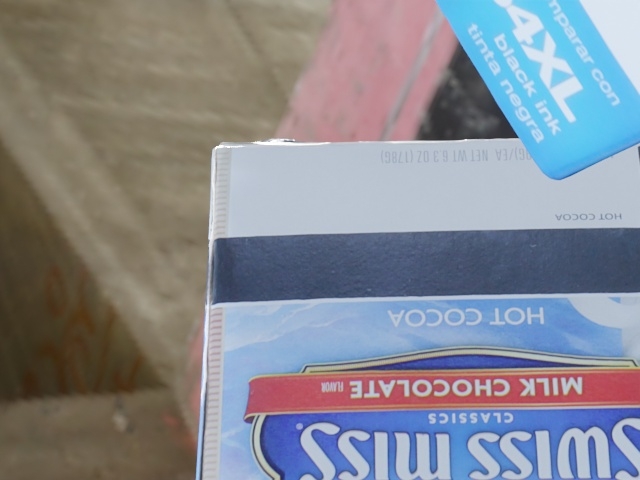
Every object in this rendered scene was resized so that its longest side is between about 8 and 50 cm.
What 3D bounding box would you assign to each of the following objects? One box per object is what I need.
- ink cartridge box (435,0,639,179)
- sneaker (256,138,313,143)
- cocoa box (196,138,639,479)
[{"bbox_3d":[0.118,-0.097,0.323,0.148,0.203,0.086,-31,-88,-24],"label":"ink cartridge box"},{"bbox_3d":[0.000,0.000,1.715,0.131,0.112,0.319,-27,-143,-36],"label":"sneaker"},{"bbox_3d":[0.118,0.104,0.948,0.347,0.231,0.228,-1,-125,1],"label":"cocoa box"}]
